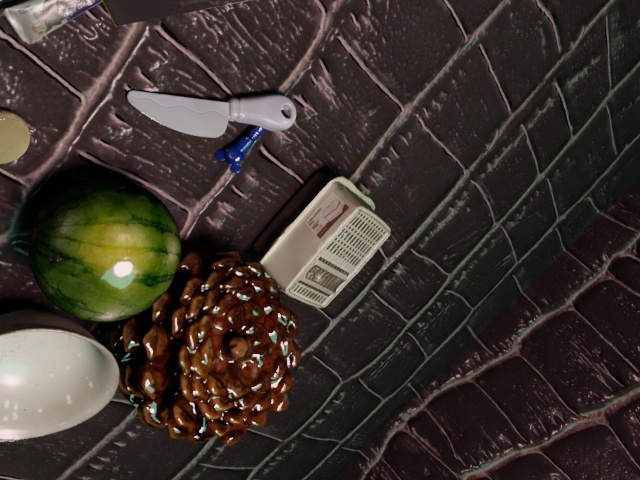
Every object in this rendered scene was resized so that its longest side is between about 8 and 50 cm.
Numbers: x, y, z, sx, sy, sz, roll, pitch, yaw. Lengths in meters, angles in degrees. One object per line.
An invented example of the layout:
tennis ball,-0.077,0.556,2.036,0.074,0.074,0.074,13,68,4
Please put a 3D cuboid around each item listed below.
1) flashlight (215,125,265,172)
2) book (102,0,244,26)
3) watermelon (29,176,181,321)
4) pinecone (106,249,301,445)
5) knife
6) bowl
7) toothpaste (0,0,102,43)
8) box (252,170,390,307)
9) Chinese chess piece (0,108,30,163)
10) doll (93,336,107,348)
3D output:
flashlight,-0.145,-0.188,1.324,0.121,0.057,0.035,-49,-178,-4
book,-0.209,-0.444,0.825,0.262,0.028,0.374,-6,139,13
watermelon,-0.356,0.015,1.147,0.242,0.242,0.242,-27,143,-23
pinecone,-0.239,0.216,1.401,0.397,0.398,0.398,-27,143,-23
knife,-0.184,-0.223,1.221,0.331,0.044,0.080,-8,95,-38
bowl,-0.531,0.213,1.240,0.313,0.146,0.313,-14,138,-13
toothpaste,-0.326,-0.351,0.962,0.233,0.038,0.060,-33,137,-12
box,0.000,0.000,1.553,0.290,0.166,0.220,-48,146,7
Chinese chess piece,-0.477,-0.155,1.022,0.084,0.034,0.084,-28,141,-25
doll,-0.492,0.254,1.418,0.139,0.057,0.165,-32,129,8
